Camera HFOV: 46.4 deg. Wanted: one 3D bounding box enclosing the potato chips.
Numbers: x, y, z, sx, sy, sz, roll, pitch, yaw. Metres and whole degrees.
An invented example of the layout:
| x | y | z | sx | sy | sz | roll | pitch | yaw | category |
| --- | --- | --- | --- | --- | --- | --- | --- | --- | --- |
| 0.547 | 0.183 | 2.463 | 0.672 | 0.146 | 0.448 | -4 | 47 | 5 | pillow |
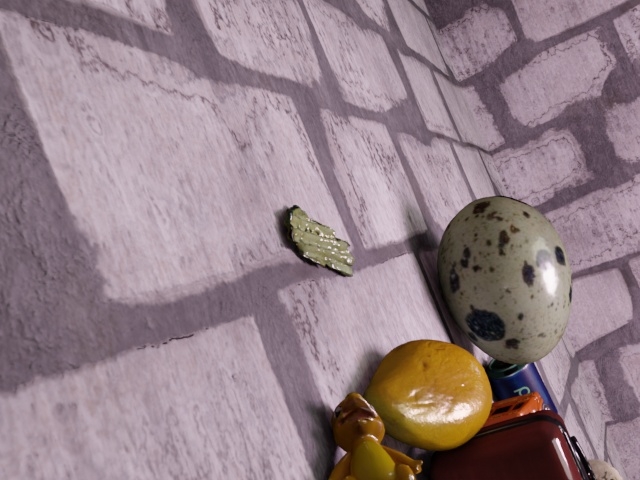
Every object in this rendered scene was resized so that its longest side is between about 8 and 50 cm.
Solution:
| x | y | z | sx | sy | sz | roll | pitch | yaw | category |
| --- | --- | --- | --- | --- | --- | --- | --- | --- | --- |
| 0.001 | 0.000 | 1.139 | 0.207 | 0.028 | 0.091 | 25 | 47 | -57 | potato chips |

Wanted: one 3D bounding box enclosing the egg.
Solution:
| x | y | z | sx | sy | sz | roll | pitch | yaw | category |
| --- | --- | --- | --- | --- | --- | --- | --- | --- | --- |
| 0.410 | 0.087 | 1.664 | 0.288 | 0.288 | 0.379 | 21 | 57 | -61 | egg |

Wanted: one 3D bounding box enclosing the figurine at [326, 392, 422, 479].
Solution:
| x | y | z | sx | sy | sz | roll | pitch | yaw | category |
| --- | --- | --- | --- | --- | --- | --- | --- | --- | --- |
| 0.059 | 0.278 | 0.929 | 0.122 | 0.121 | 0.176 | 85 | -8 | -46 | figurine |

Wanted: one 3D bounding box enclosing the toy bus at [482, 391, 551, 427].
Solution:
| x | y | z | sx | sy | sz | roll | pitch | yaw | category |
| --- | --- | --- | --- | --- | --- | --- | --- | --- | --- |
| 0.432 | 0.488 | 1.509 | 0.153 | 0.143 | 0.329 | -18 | 85 | -59 | toy bus |

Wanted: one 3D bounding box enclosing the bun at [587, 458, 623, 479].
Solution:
| x | y | z | sx | sy | sz | roll | pitch | yaw | category |
| --- | --- | --- | --- | --- | --- | --- | --- | --- | --- |
| 0.694 | 0.720 | 1.791 | 0.359 | 0.211 | 0.359 | 55 | 13 | -19 | bun |

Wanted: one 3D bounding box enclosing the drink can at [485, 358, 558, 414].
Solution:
| x | y | z | sx | sy | sz | roll | pitch | yaw | category |
| --- | --- | --- | --- | --- | --- | --- | --- | --- | --- |
| 0.478 | 0.366 | 1.764 | 0.204 | 0.118 | 0.118 | 61 | 22 | -10 | drink can |

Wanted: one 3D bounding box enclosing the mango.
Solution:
| x | y | z | sx | sy | sz | roll | pitch | yaw | category |
| --- | --- | --- | --- | --- | --- | --- | --- | --- | --- |
| 0.165 | 0.234 | 1.140 | 0.317 | 0.119 | 0.176 | -2 | 52 | -56 | mango |

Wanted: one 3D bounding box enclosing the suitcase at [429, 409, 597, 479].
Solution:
| x | y | z | sx | sy | sz | roll | pitch | yaw | category |
| --- | --- | --- | --- | --- | --- | --- | --- | --- | --- |
| 0.320 | 0.430 | 1.160 | 0.297 | 0.236 | 0.161 | 69 | 21 | 5 | suitcase |
